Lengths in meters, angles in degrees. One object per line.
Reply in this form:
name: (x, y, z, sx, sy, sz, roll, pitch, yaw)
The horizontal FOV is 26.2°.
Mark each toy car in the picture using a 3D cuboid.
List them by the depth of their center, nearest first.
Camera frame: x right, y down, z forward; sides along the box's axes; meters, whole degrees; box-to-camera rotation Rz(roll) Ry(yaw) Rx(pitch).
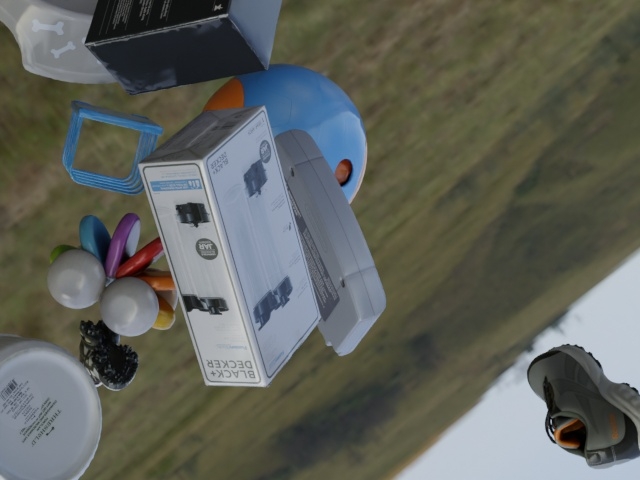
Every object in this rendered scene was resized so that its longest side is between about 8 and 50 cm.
toy car: (-0.255, 0.034, 1.771, 0.136, 0.182, 0.159, -63, 177, 9)

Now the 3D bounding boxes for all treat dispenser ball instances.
treat dispenser ball: (-0.066, -0.145, 2.253, 0.288, 0.288, 0.288, -38, -178, 2)

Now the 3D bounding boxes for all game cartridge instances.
game cartridge: (0.000, 0.000, 1.929, 0.060, 0.294, 0.196, -20, 164, -17)

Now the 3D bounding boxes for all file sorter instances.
file sorter: (-0.304, -0.133, 1.972, 0.170, 0.118, 0.104, -147, -111, -73)

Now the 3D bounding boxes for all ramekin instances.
ramekin: (-0.351, 0.208, 1.584, 0.109, 0.207, 0.207, -10, -156, 47)

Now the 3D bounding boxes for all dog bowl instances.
dog bowl: (-0.359, -0.381, 1.955, 0.349, 0.349, 0.102, -41, 167, -47)

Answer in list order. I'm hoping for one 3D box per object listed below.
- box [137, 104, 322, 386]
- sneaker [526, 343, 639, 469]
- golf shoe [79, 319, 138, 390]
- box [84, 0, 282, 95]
box: (-0.099, 0.008, 1.602, 0.087, 0.290, 0.169, -3, -154, 27)
sneaker: (0.322, 0.210, 1.746, 0.108, 0.100, 0.271, -20, -162, -12)
golf shoe: (-0.339, 0.203, 2.180, 0.198, 0.077, 0.094, -129, -132, -61)
box: (-0.137, -0.306, 1.549, 0.184, 0.103, 0.261, -8, -126, 28)
